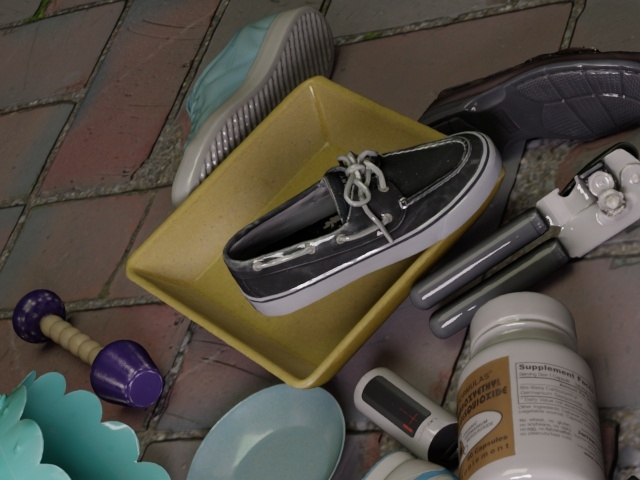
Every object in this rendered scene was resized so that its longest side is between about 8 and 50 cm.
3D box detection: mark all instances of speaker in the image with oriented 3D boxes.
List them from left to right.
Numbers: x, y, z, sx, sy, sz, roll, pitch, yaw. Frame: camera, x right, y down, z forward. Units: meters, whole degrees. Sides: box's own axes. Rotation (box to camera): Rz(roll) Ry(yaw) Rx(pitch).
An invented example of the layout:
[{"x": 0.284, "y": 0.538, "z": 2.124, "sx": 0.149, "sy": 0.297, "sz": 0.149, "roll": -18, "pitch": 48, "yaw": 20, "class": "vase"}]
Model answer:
[{"x": 0.091, "y": 0.177, "z": 1.796, "sx": 0.055, "sy": 0.055, "sz": 0.136, "roll": -46, "pitch": 38, "yaw": -8, "class": "speaker"}]

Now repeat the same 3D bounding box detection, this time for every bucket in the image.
[{"x": -0.267, "y": 0.291, "z": 1.816, "sx": 0.183, "sy": 0.281, "sz": 0.281, "roll": -41, "pitch": 37, "yaw": 8, "class": "bucket"}]

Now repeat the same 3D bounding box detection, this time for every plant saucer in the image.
[{"x": -0.050, "y": 0.236, "z": 1.870, "sx": 0.195, "sy": 0.037, "sz": 0.195, "roll": -23, "pitch": 41, "yaw": 21, "class": "plant saucer"}, {"x": 0.000, "y": 0.000, "z": 1.997, "sx": 0.333, "sy": 0.081, "sz": 0.333, "roll": -46, "pitch": 45, "yaw": -15, "class": "plant saucer"}]

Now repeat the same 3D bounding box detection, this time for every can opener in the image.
[{"x": 0.222, "y": 0.003, "z": 1.867, "sx": 0.280, "sy": 0.074, "sz": 0.093, "roll": -34, "pitch": 3, "yaw": 4, "class": "can opener"}]

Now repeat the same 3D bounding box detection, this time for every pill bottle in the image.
[{"x": 0.191, "y": 0.164, "z": 1.663, "sx": 0.131, "sy": 0.131, "sz": 0.229, "roll": -22, "pitch": 40, "yaw": 22, "class": "pill bottle"}]

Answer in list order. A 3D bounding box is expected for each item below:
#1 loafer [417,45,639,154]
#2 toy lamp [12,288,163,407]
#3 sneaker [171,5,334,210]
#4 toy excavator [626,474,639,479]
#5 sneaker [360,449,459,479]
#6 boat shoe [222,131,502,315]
[{"x": 0.238, "y": -0.164, "z": 1.984, "sx": 0.302, "sy": 0.109, "sz": 0.095, "roll": -15, "pitch": 39, "yaw": 33, "class": "loafer"}, {"x": -0.272, "y": 0.129, "z": 2.134, "sx": 0.080, "sy": 0.080, "sz": 0.274, "roll": -48, "pitch": 38, "yaw": -11, "class": "toy lamp"}, {"x": -0.109, "y": -0.141, "z": 2.240, "sx": 0.150, "sy": 0.135, "sz": 0.366, "roll": -9, "pitch": 36, "yaw": 39, "class": "sneaker"}, {"x": 0.415, "y": 0.318, "z": 1.213, "sx": 0.222, "sy": 0.433, "sz": 0.445, "roll": -38, "pitch": 9, "yaw": 2, "class": "toy excavator"}, {"x": 0.048, "y": 0.293, "z": 1.645, "sx": 0.092, "sy": 0.087, "sz": 0.229, "roll": 14, "pitch": 59, "yaw": 45, "class": "sneaker"}, {"x": 0.040, "y": -0.039, "z": 1.876, "sx": 0.306, "sy": 0.105, "sz": 0.113, "roll": -26, "pitch": 44, "yaw": 6, "class": "boat shoe"}]
